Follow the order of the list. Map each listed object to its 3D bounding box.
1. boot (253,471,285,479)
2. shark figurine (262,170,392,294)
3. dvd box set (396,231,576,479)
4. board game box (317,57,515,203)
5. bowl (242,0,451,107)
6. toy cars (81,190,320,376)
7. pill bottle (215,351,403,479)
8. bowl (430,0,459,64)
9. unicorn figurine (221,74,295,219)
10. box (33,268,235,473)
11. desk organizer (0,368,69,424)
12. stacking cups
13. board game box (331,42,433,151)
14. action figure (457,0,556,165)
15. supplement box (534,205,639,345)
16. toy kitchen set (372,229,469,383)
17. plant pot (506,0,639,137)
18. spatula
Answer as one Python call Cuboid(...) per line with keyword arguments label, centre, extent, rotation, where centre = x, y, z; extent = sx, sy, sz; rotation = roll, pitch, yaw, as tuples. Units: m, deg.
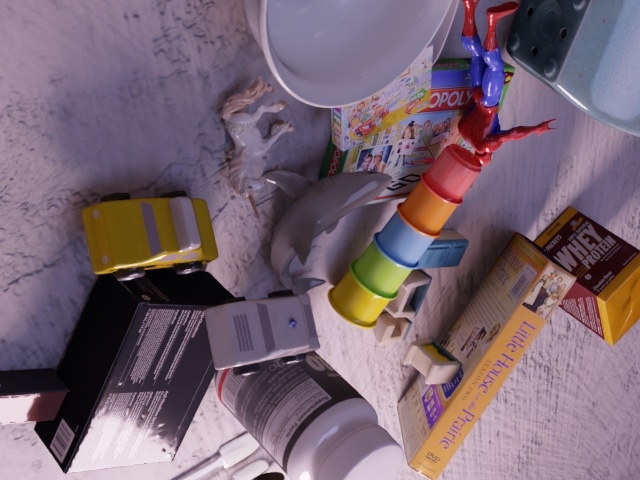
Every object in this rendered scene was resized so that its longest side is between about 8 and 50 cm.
Cuboid(label="boot", centre=(-0.105, 0.472, 1.744), extent=(0.106, 0.037, 0.114), rotation=(-23, 134, -13))
Cuboid(label="shark figurine", centre=(-0.025, 0.013, 1.359), extent=(0.166, 0.116, 0.278), rotation=(12, 129, -20))
Cuboid(label="dvd box set", centre=(0.281, 0.193, 1.739), extent=(0.420, 0.062, 0.307), rotation=(-57, -175, 8))
Cuboid(label="board game box", centre=(0.145, -0.165, 1.453), extent=(0.317, 0.046, 0.214), rotation=(-11, 129, -41))
Cuboid(label="bowl", centre=(0.015, -0.314, 1.116), extent=(0.297, 0.134, 0.298), rotation=(-28, 138, -28))
Cuboid(label="toy cars", centre=(-0.119, 0.050, 1.213), extent=(0.393, 0.087, 0.176), rotation=(44, 46, -31))
Cuboid(label="pill bottle", centre=(-0.017, 0.267, 1.454), extent=(0.161, 0.283, 0.161), rotation=(-27, 138, -28))
Cuboid(label="bowl", centre=(0.113, -0.298, 1.299), extent=(0.142, 0.053, 0.142), rotation=(-9, 126, -42))
Cuboid(label="unicorn figurine", centre=(-0.085, -0.128, 1.245), extent=(0.111, 0.060, 0.162), rotation=(-39, 126, -15))
Cuboid(label="box", centre=(-0.239, 0.170, 1.293), extent=(0.184, 0.103, 0.261), rotation=(9, 113, -47))
Cuboid(label="desk organizer", centre=(-0.386, 0.196, 1.209), extent=(0.130, 0.047, 0.050), rotation=(4, 120, -48))
Cuboid(label="stacking cups", centre=(0.132, -0.010, 1.490), extent=(0.096, 0.096, 0.316), rotation=(7, 124, -49))
Cuboid(label="board game box", centre=(0.082, -0.195, 1.294), extent=(0.154, 0.026, 0.103), rotation=(-30, 142, -22))
Cuboid(label="action figure", centre=(0.269, -0.233, 1.407), extent=(0.139, 0.091, 0.280), rotation=(-22, 135, -21))
Cuboid(label="supplement box", centre=(0.542, 0.071, 1.941), extent=(0.129, 0.194, 0.191), rotation=(-43, 143, -9))
Cuboid(label="toy kitchen set", centre=(0.206, 0.111, 1.651), extent=(0.122, 0.166, 0.207), rotation=(-3, 123, -44))
Cuboid(label="plant pot", centre=(0.436, -0.311, 1.481), extent=(0.252, 0.248, 0.247), rotation=(4, 120, -27))
Cuboid(label="spatula", centre=(-0.181, 0.429, 1.617), extent=(0.242, 0.019, 0.168), rotation=(-26, 125, -28))
